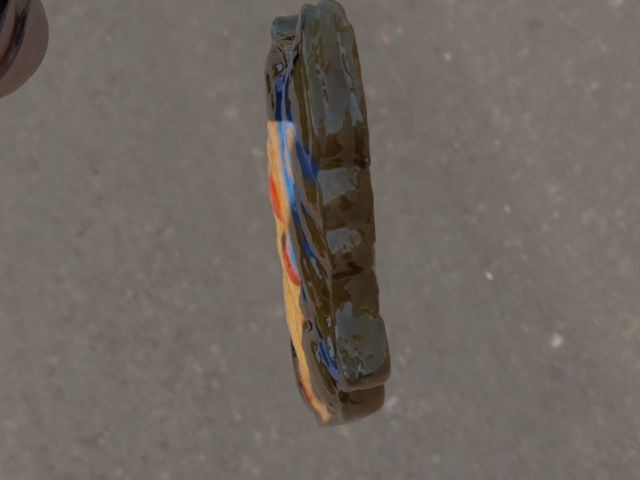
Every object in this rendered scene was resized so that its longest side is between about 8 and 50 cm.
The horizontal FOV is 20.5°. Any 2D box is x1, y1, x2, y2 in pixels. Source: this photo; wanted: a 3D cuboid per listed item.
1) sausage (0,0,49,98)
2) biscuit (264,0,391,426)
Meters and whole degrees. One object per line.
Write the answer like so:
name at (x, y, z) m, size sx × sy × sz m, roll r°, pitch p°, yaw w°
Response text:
sausage at (-0.171, -0.100, 0.712) m, size 0.088 × 0.088 × 0.433 m, roll -42°, pitch 2°, yaw 0°
biscuit at (0.000, 0.000, 0.790) m, size 0.043 × 0.280 × 0.183 m, roll -5°, pitch 55°, yaw -7°
